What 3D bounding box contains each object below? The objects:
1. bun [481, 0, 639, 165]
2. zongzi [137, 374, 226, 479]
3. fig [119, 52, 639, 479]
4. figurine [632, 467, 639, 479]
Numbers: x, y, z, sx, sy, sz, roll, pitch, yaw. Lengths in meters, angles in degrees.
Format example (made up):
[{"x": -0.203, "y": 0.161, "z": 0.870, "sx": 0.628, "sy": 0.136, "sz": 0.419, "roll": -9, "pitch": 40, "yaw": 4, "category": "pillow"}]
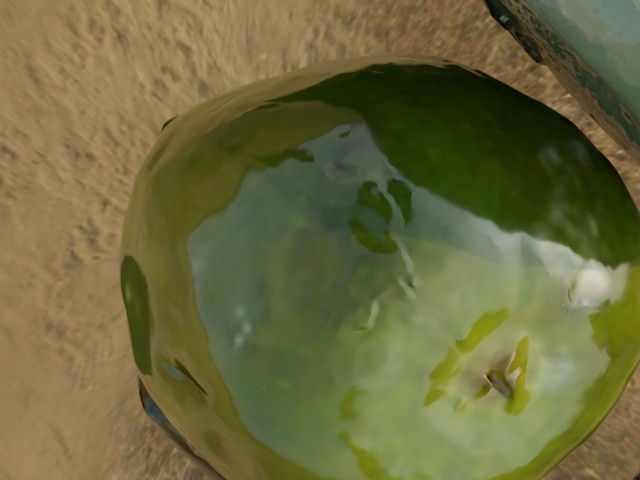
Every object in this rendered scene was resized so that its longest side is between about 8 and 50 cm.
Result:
[{"x": 0.150, "y": -0.149, "z": 0.544, "sx": 0.187, "sy": 0.293, "sz": 0.293, "roll": -44, "pitch": 92, "yaw": 11, "category": "bun"}, {"x": -0.013, "y": 0.135, "z": 1.006, "sx": 0.145, "sy": 0.300, "sz": 0.274, "roll": -46, "pitch": 104, "yaw": -4, "category": "zongzi"}, {"x": 0.006, "y": 0.027, "z": 0.658, "sx": 0.233, "sy": 0.314, "sz": 0.233, "roll": 2, "pitch": 85, "yaw": -27, "category": "fig"}, {"x": 0.282, "y": 0.211, "z": 1.003, "sx": 0.175, "sy": 0.240, "sz": 0.115, "roll": -25, "pitch": 71, "yaw": -28, "category": "figurine"}]
